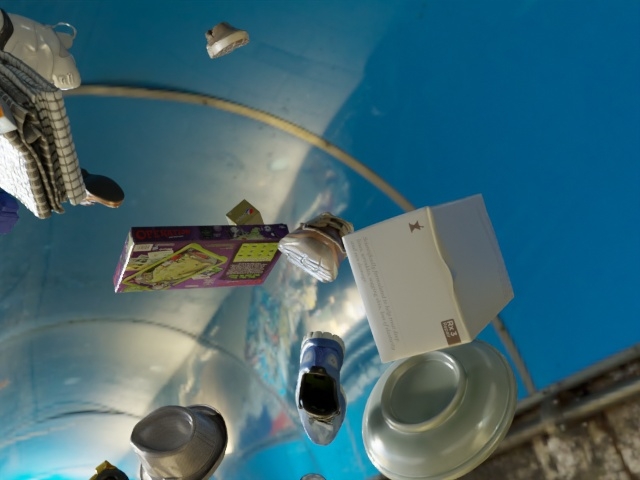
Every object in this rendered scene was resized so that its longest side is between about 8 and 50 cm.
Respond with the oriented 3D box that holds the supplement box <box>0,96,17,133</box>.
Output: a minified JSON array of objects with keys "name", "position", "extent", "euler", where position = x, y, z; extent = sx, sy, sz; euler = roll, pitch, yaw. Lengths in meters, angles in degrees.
[{"name":"supplement box","position":[-0.454,-0.166,1.143],"extent":[0.062,0.036,0.098],"euler":[-20,1,-11]}]

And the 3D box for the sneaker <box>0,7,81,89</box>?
[{"name":"sneaker","position":[-0.644,-0.317,1.849],"extent":[0.210,0.137,0.366],"euler":[0,-69,-28]}]

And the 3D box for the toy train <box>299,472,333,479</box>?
[{"name":"toy train","position":[-0.005,0.569,1.470],"extent":[0.142,0.190,0.334],"euler":[-7,-59,-18]}]

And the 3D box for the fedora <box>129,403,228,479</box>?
[{"name":"fedora","position":[-0.356,0.478,2.007],"extent":[0.275,0.244,0.124],"euler":[-4,-39,35]}]

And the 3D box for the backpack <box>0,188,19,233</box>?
[{"name":"backpack","position":[-0.823,-0.085,2.115],"extent":[0.101,0.120,0.098],"euler":[-53,-17,4]}]

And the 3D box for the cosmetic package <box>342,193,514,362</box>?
[{"name":"cosmetic package","position":[0.196,0.049,1.422],"extent":[0.156,0.217,0.385],"euler":[-18,-3,24]}]

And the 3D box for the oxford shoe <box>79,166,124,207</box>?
[{"name":"oxford shoe","position":[-0.542,-0.113,2.009],"extent":[0.076,0.212,0.076],"euler":[-29,-48,-45]}]

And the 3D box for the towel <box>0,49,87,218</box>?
[{"name":"towel","position":[-0.549,-0.191,1.521],"extent":[0.121,0.283,0.235],"euler":[-28,-46,-29]}]

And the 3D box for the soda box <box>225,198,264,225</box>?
[{"name":"soda box","position":[-0.160,-0.011,1.951],"extent":[0.061,0.058,0.181],"euler":[-41,-31,-17]}]

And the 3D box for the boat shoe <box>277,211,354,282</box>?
[{"name":"boat shoe","position":[0.000,0.000,1.547],"extent":[0.123,0.116,0.324],"euler":[34,-5,-2]}]

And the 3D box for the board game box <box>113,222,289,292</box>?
[{"name":"board game box","position":[-0.258,0.039,1.837],"extent":[0.347,0.056,0.208],"euler":[-1,-36,-27]}]

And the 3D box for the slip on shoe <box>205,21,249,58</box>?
[{"name":"slip on shoe","position":[-0.136,-0.288,1.195],"extent":[0.051,0.041,0.135],"euler":[-21,11,-12]}]

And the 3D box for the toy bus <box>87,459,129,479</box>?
[{"name":"toy bus","position":[-0.400,0.547,1.531],"extent":[0.211,0.220,0.149],"euler":[-33,-37,-13]}]

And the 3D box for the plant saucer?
[{"name":"plant saucer","position":[0.254,0.369,1.970],"extent":[0.400,0.400,0.100],"euler":[-22,-51,25]}]

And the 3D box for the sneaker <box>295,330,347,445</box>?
[{"name":"sneaker","position":[-0.009,0.369,1.954],"extent":[0.129,0.147,0.330],"euler":[4,-52,10]}]
